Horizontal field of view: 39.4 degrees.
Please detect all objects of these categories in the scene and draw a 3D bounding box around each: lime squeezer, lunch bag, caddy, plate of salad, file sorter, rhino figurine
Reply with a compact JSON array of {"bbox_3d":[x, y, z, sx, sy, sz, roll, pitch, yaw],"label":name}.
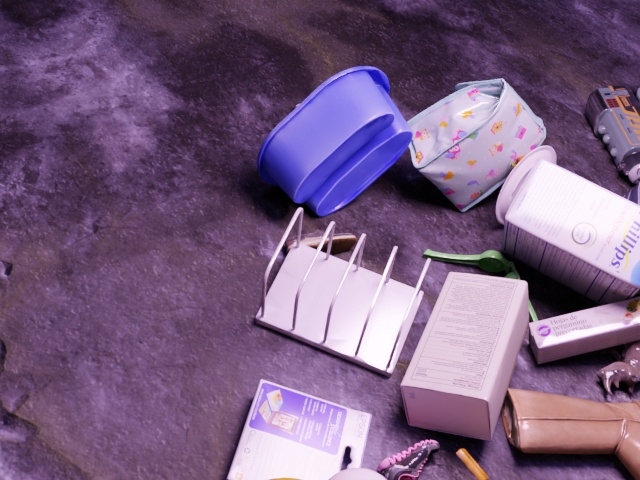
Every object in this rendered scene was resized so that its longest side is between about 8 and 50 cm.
[{"bbox_3d":[0.368,0.082,1.855,0.310,0.059,0.110,39,50,22],"label":"lime squeezer"},{"bbox_3d":[0.342,-0.223,1.953,0.223,0.262,0.160,36,26,-44],"label":"lunch bag"},{"bbox_3d":[0.024,-0.215,1.887,0.341,0.241,0.179,-42,62,11],"label":"caddy"},{"bbox_3d":[0.448,-0.124,1.977,0.200,0.199,0.048,-27,49,-33],"label":"plate of salad"},{"bbox_3d":[0.046,0.089,1.666,0.278,0.173,0.192,22,58,7],"label":"file sorter"},{"bbox_3d":[0.617,0.221,1.766,0.106,0.073,0.243,29,49,20],"label":"rhino figurine"}]

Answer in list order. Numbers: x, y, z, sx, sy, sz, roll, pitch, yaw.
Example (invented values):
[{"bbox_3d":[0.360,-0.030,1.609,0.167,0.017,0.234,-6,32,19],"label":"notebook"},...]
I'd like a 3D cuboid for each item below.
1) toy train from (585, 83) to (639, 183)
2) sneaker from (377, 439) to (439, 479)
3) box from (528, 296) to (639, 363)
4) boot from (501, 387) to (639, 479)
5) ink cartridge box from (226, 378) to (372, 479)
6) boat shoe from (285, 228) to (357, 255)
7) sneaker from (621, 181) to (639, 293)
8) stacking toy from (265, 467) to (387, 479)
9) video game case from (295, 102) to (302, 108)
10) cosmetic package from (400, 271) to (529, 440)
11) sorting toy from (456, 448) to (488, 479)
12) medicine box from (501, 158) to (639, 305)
[{"bbox_3d":[0.800,-0.268,2.255,0.190,0.142,0.334,-7,49,-3],"label":"toy train"},{"bbox_3d":[0.157,0.382,1.523,0.119,0.047,0.057,-21,61,-21],"label":"sneaker"},{"bbox_3d":[0.568,0.162,1.731,0.324,0.067,0.063,-14,49,2],"label":"box"},{"bbox_3d":[0.474,0.368,1.584,0.270,0.089,0.236,6,33,-9],"label":"boot"},{"bbox_3d":[-0.033,0.353,1.500,0.208,0.045,0.206,17,46,1],"label":"ink cartridge box"},{"bbox_3d":[0.000,0.000,1.848,0.152,0.056,0.049,-8,54,-20],"label":"boat shoe"},{"bbox_3d":[0.717,-0.004,2.007,0.099,0.153,0.282,14,75,-3],"label":"sneaker"},{"bbox_3d":[-0.062,0.454,1.248,0.480,0.350,0.350,-14,50,-43],"label":"stacking toy"},{"bbox_3d":[0.078,-0.298,2.182,0.212,0.023,0.193,-25,56,-31],"label":"video game case"},{"bbox_3d":[0.273,0.203,1.644,0.160,0.113,0.309,7,42,24],"label":"cosmetic package"},{"bbox_3d":[0.317,0.473,1.393,0.047,0.196,0.347,-42,59,4],"label":"sorting toy"},{"bbox_3d":[0.527,-0.004,1.808,0.289,0.263,0.149,29,82,15],"label":"medicine box"}]
